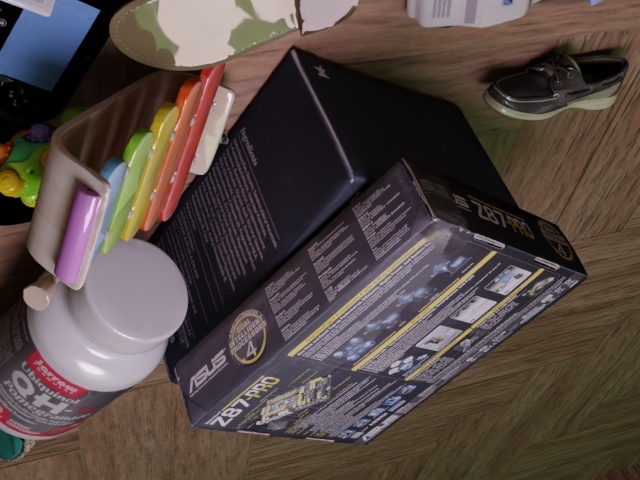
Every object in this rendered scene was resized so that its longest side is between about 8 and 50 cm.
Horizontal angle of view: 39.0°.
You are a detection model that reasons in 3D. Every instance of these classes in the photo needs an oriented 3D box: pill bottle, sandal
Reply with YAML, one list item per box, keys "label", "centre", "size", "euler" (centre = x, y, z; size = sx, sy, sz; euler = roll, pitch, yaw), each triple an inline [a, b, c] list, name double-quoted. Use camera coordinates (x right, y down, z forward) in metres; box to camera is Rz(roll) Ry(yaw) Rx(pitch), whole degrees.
- label: "pill bottle"
  centre: [-0.297, 0.120, 1.118]
  size: [0.176, 0.176, 0.318]
  euler: [7, 149, -38]
- label: "sandal"
  centre: [-0.084, -0.234, 0.891]
  size: [0.240, 0.079, 0.088]
  euler: [-11, 131, 1]

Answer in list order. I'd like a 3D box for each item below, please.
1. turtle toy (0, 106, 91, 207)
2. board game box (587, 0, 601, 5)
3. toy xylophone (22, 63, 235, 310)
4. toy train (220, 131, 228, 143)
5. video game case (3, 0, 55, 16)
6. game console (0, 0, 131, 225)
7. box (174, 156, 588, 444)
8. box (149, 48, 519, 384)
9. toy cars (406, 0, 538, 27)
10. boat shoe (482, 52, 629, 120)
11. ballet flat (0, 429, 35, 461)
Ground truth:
- label: "turtle toy"
  centre: [-0.276, -0.087, 0.918]
  size: [0.130, 0.066, 0.095]
  euler: [-27, 173, -3]
- label: "board game box"
  centre: [0.359, -0.377, 1.001]
  size: [0.160, 0.039, 0.211]
  euler: [-27, 148, 4]
- label: "toy xylophone"
  centre: [-0.197, -0.056, 0.915]
  size: [0.081, 0.322, 0.236]
  euler: [26, 128, 4]
- label: "toy train"
  centre: [-0.145, -0.124, 1.059]
  size: [0.083, 0.024, 0.017]
  euler: [5, 108, -35]
- label: "video game case"
  centre: [-0.268, -0.273, 0.720]
  size: [0.157, 0.019, 0.143]
  euler: [13, 99, -42]
- label: "game console"
  centre: [-0.323, -0.150, 0.901]
  size: [0.213, 0.044, 0.361]
  euler: [11, 133, -41]
- label: "box"
  centre: [0.072, 0.099, 1.060]
  size: [0.318, 0.097, 0.395]
  euler: [15, 131, -46]
- label: "box"
  centre: [0.000, 0.000, 1.156]
  size: [0.293, 0.212, 0.395]
  euler: [10, 134, -39]
- label: "toy cars"
  centre: [0.118, -0.295, 0.925]
  size: [0.394, 0.087, 0.176]
  euler: [11, 134, -41]
- label: "boat shoe"
  centre: [0.310, -0.209, 1.178]
  size: [0.223, 0.080, 0.073]
  euler: [-10, 139, -29]
- label: "ballet flat"
  centre: [-0.446, 0.260, 1.371]
  size: [0.077, 0.091, 0.241]
  euler: [-27, 158, -38]
